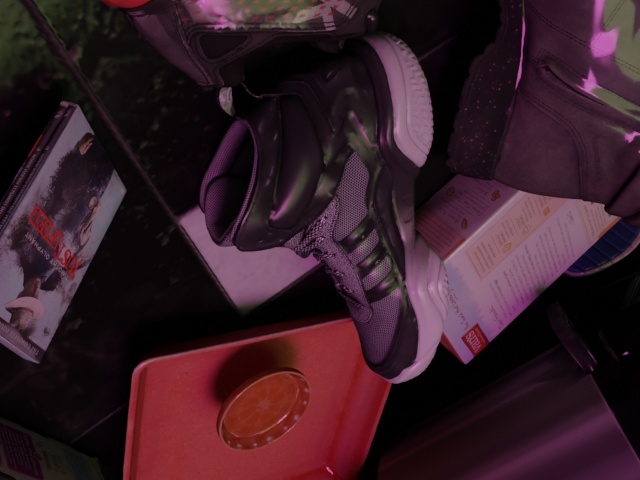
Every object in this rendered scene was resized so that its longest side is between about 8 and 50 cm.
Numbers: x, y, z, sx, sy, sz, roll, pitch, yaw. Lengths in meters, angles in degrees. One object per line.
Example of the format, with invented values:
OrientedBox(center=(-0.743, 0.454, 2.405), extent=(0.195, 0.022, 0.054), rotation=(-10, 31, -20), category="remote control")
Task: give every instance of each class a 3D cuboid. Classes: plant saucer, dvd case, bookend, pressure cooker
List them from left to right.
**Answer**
OrientedBox(center=(-0.147, -0.002, 0.357), extent=(0.087, 0.013, 0.119), rotation=(85, 22, -62), category="dvd case")
OrientedBox(center=(-0.056, 0.168, 0.595), extent=(0.259, 0.048, 0.258), rotation=(-7, 125, -32), category="plant saucer")
OrientedBox(center=(-0.046, 0.135, 0.534), extent=(0.084, 0.013, 0.083), rotation=(-20, 132, -24), category="plant saucer")
OrientedBox(center=(0.280, 0.092, 0.771), extent=(0.157, 0.072, 0.156), rotation=(-14, 129, -28), category="bookend")
OrientedBox(center=(0.298, 0.285, 0.647), extent=(0.420, 0.375, 0.370), rotation=(-36, 135, 18), category="pressure cooker")

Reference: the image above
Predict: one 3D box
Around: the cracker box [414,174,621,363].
OrientedBox(center=(0.177, -0.010, 0.622), extent=(0.232, 0.067, 0.155), rotation=(-42, 136, -4), category="cracker box")

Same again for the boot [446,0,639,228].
OrientedBox(center=(0.226, -0.155, 0.427), extent=(0.118, 0.223, 0.338), rotation=(-50, 153, -42), category="boot")

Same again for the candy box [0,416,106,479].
OrientedBox(center=(-0.271, 0.186, 0.429), extent=(0.159, 0.071, 0.233), rotation=(-44, 137, -2), category="candy box")

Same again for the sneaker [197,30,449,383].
OrientedBox(center=(0.000, 0.000, 0.466), extent=(0.153, 0.101, 0.268), rotation=(-18, 117, -21), category="sneaker")

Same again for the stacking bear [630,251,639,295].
OrientedBox(center=(0.532, 0.019, 0.775), extent=(0.289, 0.164, 0.175), rotation=(-31, 128, 17), category="stacking bear")

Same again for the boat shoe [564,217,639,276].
OrientedBox(center=(0.320, -0.019, 0.718), extent=(0.183, 0.066, 0.066), rotation=(-39, 162, -11), category="boat shoe")

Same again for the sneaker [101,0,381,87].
OrientedBox(center=(0.008, -0.182, 0.348), extent=(0.276, 0.097, 0.135), rotation=(-38, 136, -5), category="sneaker")
